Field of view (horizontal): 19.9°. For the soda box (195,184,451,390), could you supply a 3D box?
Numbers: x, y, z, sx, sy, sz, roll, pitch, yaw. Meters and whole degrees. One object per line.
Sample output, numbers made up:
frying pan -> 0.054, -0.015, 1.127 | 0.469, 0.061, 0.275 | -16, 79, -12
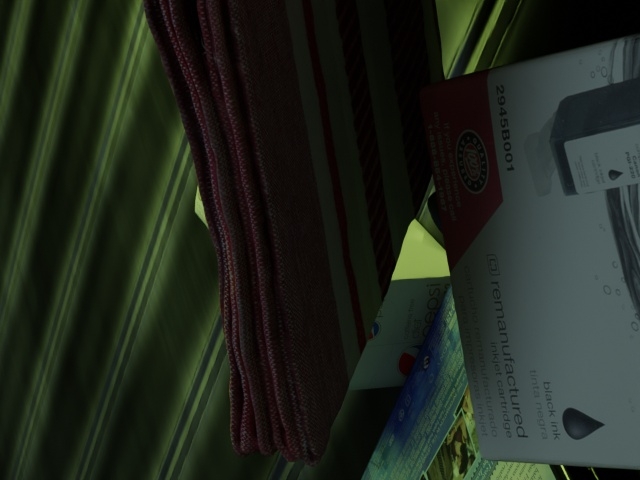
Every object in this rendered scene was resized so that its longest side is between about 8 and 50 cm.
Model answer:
soda box -> 0.000, 0.000, 1.035 | 0.216, 0.074, 0.069 | -131, 44, -53

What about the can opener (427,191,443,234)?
can opener -> 0.109, -0.040, 0.831 | 0.186, 0.073, 0.059 | -47, 12, 54

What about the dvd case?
dvd case -> 0.074, 0.150, 0.865 | 0.253, 0.022, 0.180 | -110, 38, -56

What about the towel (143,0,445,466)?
towel -> 0.001, -0.091, 0.763 | 0.329, 0.037, 0.237 | -64, -31, -61

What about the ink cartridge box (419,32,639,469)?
ink cartridge box -> 0.142, 0.000, 0.655 | 0.218, 0.092, 0.159 | -8, 93, 56
